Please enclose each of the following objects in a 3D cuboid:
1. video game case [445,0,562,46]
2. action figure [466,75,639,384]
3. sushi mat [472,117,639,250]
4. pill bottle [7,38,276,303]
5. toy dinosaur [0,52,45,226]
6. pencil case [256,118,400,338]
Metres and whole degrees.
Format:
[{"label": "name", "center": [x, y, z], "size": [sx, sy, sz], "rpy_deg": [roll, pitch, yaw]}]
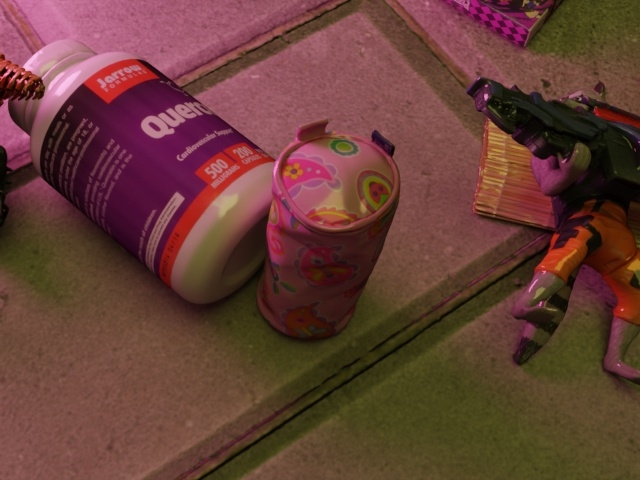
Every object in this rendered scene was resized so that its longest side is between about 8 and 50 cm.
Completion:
[{"label": "video game case", "center": [0.248, -0.403, 1.261], "size": [0.232, 0.042, 0.210], "rpy_deg": [35, 66, 14]}, {"label": "action figure", "center": [0.267, -0.041, 0.997], "size": [0.341, 0.178, 0.330], "rpy_deg": [23, 62, -19]}, {"label": "sushi mat", "center": [0.353, -0.066, 1.111], "size": [0.317, 0.019, 0.151], "rpy_deg": [13, 64, 3]}, {"label": "pill bottle", "center": [-0.194, -0.087, 1.000], "size": [0.323, 0.181, 0.181], "rpy_deg": [38, 67, 14]}, {"label": "toy dinosaur", "center": [-0.416, -0.131, 0.976], "size": [0.164, 0.322, 0.218], "rpy_deg": [8, 76, -28]}, {"label": "pencil case", "center": [0.000, 0.000, 0.909], "size": [0.124, 0.284, 0.124], "rpy_deg": [3, 61, -5]}]
